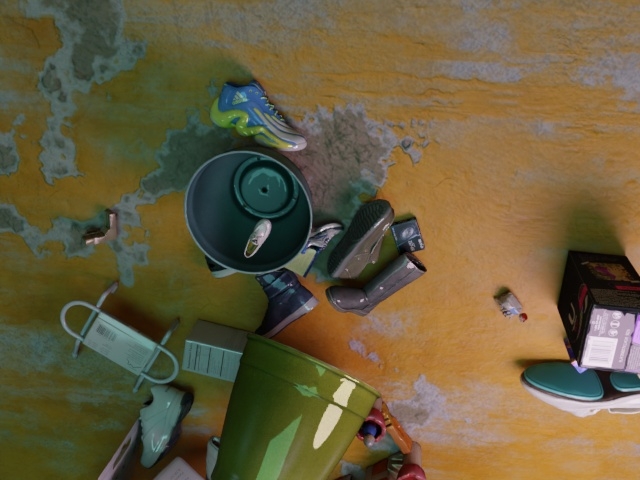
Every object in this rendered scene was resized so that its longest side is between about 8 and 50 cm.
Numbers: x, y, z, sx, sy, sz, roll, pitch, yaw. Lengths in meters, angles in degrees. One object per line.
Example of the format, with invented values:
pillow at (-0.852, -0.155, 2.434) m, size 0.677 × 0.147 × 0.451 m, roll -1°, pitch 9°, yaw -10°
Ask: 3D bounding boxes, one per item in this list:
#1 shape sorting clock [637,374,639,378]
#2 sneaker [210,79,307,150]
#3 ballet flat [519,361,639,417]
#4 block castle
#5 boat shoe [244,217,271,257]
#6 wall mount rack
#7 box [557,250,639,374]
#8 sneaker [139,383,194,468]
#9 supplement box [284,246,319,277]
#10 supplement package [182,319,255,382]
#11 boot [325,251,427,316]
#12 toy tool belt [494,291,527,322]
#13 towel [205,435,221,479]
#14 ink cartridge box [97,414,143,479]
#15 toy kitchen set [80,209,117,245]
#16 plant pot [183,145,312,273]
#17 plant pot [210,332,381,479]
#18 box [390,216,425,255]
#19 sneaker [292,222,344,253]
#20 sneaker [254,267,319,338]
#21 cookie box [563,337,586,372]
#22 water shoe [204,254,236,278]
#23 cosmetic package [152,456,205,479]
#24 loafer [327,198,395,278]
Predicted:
shape sorting clock at (0.857, 0.279, 1.603) m, size 0.206 × 0.040 × 0.207 m, roll -1°, pitch 75°, yaw 3°
sneaker at (-0.135, -0.293, 1.529) m, size 0.239 × 0.091 × 0.126 m, roll 19°, pitch 114°, yaw 1°
ballet flat at (0.709, 0.389, 1.682) m, size 0.399 × 0.139 × 0.139 m, roll -3°, pitch 113°, yaw 6°
block castle at (0.042, 0.644, 1.845) m, size 0.453 × 0.213 × 0.303 m, roll -30°, pitch 106°, yaw 19°
boat shoe at (-0.141, -0.004, 1.471) m, size 0.035 × 0.035 × 0.100 m, roll 33°, pitch 115°, yaw -6°
wall mount rack at (-0.555, 0.293, 1.837) m, size 0.350 × 0.130 × 0.304 m, roll 33°, pitch 110°, yaw -6°
box at (0.641, 0.155, 1.504) m, size 0.143 × 0.270 × 0.166 m, roll 5°, pitch 114°, yaw 7°
sneaker at (-0.473, 0.539, 1.954) m, size 0.129 × 0.111 × 0.297 m, roll 28°, pitch 109°, yaw 9°
supplement box at (-0.053, 0.033, 1.677) m, size 0.083 × 0.056 × 0.083 m, roll 27°, pitch 114°, yaw -3°
supplement package at (-0.270, 0.301, 1.802) m, size 0.179 × 0.105 × 0.105 m, roll 14°, pitch 117°, yaw 3°
boot at (0.138, 0.103, 1.637) m, size 0.208 × 0.189 × 0.076 m, roll -35°, pitch 61°, yaw 28°
toy tool belt at (0.475, 0.171, 1.666) m, size 0.083 × 0.052 × 0.051 m, roll 51°, pitch 143°, yaw -10°
towel at (-0.193, 0.721, 1.823) m, size 0.316 × 0.053 × 0.332 m, roll 28°, pitch 130°, yaw 22°
ink cartridge box at (-0.631, 0.711, 1.926) m, size 0.091 × 0.308 × 0.385 m, roll 17°, pitch 115°, yaw 3°
toy kitchen set at (-0.584, -0.039, 1.727) m, size 0.068 × 0.083 × 0.075 m, roll 29°, pitch 124°, yaw 43°
plant pot at (-0.148, -0.094, 1.560) m, size 0.292 × 0.196 × 0.293 m, roll 3°, pitch 114°, yaw 8°
plant pot at (-0.089, 0.462, 1.614) m, size 0.366 × 0.366 × 0.353 m, roll 26°, pitch 75°, yaw -3°
box at (0.215, -0.010, 1.637) m, size 0.067 × 0.018 × 0.083 m, roll -14°, pitch 110°, yaw 15°
sneaker at (0.000, 0.000, 1.630) m, size 0.135 × 0.052 × 0.058 m, roll -18°, pitch 72°, yaw -18°
sneaker at (-0.130, 0.156, 1.733) m, size 0.226 × 0.086 × 0.163 m, roll -39°, pitch 94°, yaw 30°
cookie box at (0.656, 0.262, 1.638) m, size 0.040 × 0.107 × 0.092 m, roll 44°, pitch 112°, yaw -11°
water shoe at (-0.205, 0.031, 1.692) m, size 0.203 × 0.073 × 0.080 m, roll -24°, pitch 106°, yaw 17°
cosmetic package at (-0.387, 0.886, 1.807) m, size 0.393 × 0.327 × 0.330 m, roll 38°, pitch 133°, yaw 11°
loafer at (0.110, 0.001, 1.631) m, size 0.087 × 0.094 × 0.251 m, roll 19°, pitch 128°, yaw -27°
